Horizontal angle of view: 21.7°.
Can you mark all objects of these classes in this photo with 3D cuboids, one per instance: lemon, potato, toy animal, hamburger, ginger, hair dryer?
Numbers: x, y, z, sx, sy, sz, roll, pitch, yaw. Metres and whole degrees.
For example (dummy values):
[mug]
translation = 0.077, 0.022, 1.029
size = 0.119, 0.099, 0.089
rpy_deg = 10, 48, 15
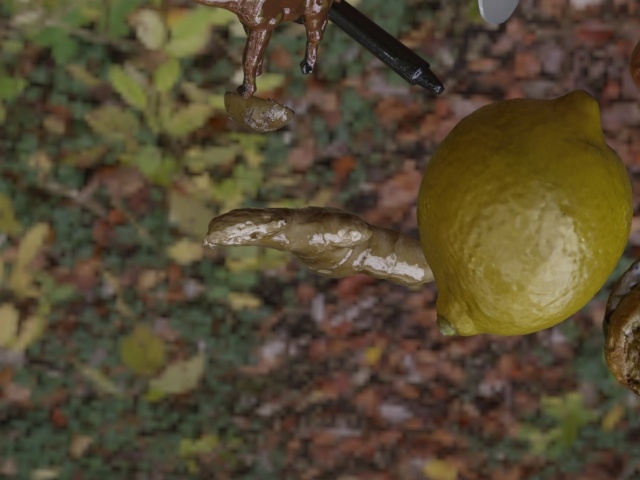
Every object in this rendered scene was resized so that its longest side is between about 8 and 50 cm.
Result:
[lemon]
translation = 0.174, -0.021, 1.444
size = 0.187, 0.244, 0.187
rpy_deg = 22, -164, -7
[potato]
translation = -0.081, -0.147, 1.925
size = 0.093, 0.036, 0.037
rpy_deg = 13, 168, 28
[toy animal]
translation = -0.081, -0.216, 1.500
size = 0.224, 0.066, 0.229
rpy_deg = -29, 147, -13
[hamburger]
translation = 0.426, 0.101, 1.826
size = 0.244, 0.163, 0.244
rpy_deg = -25, 141, -22
[ginger]
translation = 0.000, 0.000, 1.884
size = 0.148, 0.081, 0.334
rpy_deg = 15, 179, 37
[hair dryer]
translation = 0.042, -0.247, 1.907
size = 0.248, 0.070, 0.114
rpy_deg = 42, 170, 20

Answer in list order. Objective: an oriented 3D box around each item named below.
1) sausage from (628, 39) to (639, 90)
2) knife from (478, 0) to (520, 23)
[sausage]
translation = 0.466, -0.229, 2.161
size = 0.114, 0.113, 0.259
rpy_deg = -2, -173, 18
[knife]
translation = 0.159, -0.249, 1.558
size = 0.043, 0.081, 0.336
rpy_deg = 5, 177, 20
